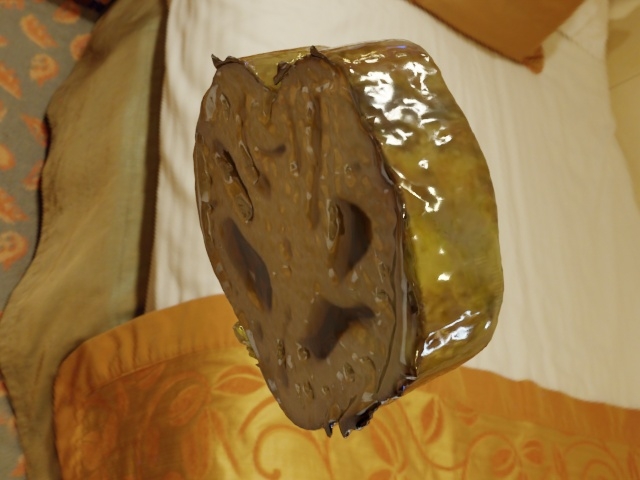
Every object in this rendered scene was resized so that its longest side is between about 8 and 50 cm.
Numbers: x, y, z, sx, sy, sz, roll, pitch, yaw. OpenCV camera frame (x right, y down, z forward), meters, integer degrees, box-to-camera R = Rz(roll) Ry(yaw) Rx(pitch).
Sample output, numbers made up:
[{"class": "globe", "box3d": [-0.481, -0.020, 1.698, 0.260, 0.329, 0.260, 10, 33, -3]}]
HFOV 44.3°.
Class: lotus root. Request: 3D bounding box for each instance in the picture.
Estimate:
[{"class": "lotus root", "box3d": [0.000, 0.000, 0.718, 0.111, 0.390, 0.375, -8, 115, -33]}]

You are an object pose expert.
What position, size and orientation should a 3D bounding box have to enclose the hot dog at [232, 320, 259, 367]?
[{"class": "hot dog", "box3d": [-0.007, 0.128, 0.981, 0.213, 0.146, 0.103, 31, 19, -2]}]
